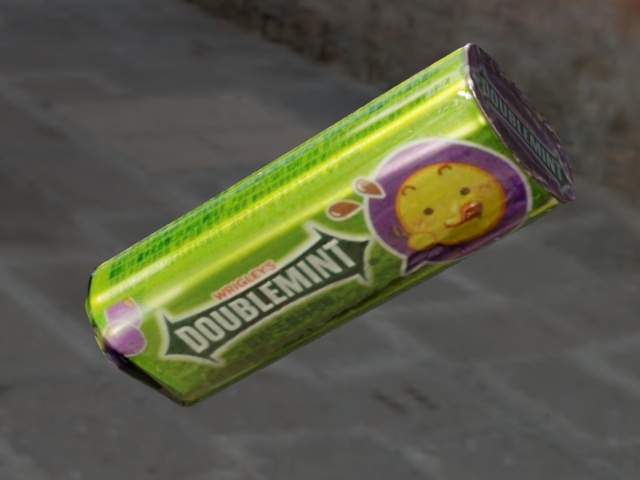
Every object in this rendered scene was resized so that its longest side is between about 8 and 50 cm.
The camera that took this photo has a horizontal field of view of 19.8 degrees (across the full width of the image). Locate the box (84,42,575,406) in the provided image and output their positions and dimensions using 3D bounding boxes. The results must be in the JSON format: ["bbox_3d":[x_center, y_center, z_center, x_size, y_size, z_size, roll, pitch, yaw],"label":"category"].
[{"bbox_3d":[0.000,0.000,1.296,0.134,0.345,0.097,43,30,-34],"label":"box"}]
